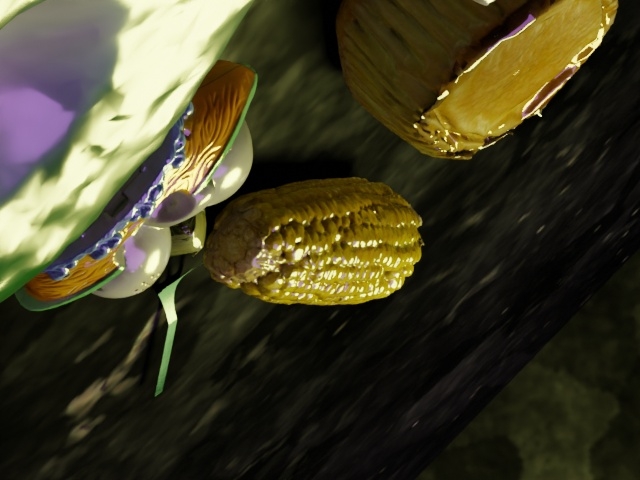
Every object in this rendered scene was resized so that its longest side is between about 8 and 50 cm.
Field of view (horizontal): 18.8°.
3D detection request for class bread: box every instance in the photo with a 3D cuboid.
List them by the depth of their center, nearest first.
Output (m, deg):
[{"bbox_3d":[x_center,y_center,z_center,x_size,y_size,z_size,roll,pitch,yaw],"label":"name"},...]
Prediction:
[{"bbox_3d":[0.128,-0.180,1.562,0.227,0.142,0.253,-46,166,-3],"label":"bread"}]

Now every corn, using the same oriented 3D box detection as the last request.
[{"bbox_3d":[0.000,0.000,1.725,0.119,0.119,0.322,-50,160,16],"label":"corn"}]

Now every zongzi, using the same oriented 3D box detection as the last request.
[{"bbox_3d":[-0.136,-0.037,1.468,0.104,0.113,0.052,-9,152,16],"label":"zongzi"}]

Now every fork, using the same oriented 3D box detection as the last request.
[{"bbox_3d":[-0.140,0.080,1.748,0.039,0.021,0.235,-31,160,-28],"label":"fork"}]

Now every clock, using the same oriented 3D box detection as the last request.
[{"bbox_3d":[-0.129,-0.038,1.350,0.231,0.103,0.144,-45,165,6],"label":"clock"}]

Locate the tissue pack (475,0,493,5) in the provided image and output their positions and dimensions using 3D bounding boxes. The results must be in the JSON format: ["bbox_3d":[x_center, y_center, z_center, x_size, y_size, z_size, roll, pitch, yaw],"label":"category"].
[{"bbox_3d":[0.131,-0.351,1.004,0.390,0.195,0.375,88,27,-63],"label":"tissue pack"}]

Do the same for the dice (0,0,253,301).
[{"bbox_3d":[-0.197,-0.134,0.631,0.297,0.300,0.287,-55,164,25],"label":"dice"}]
